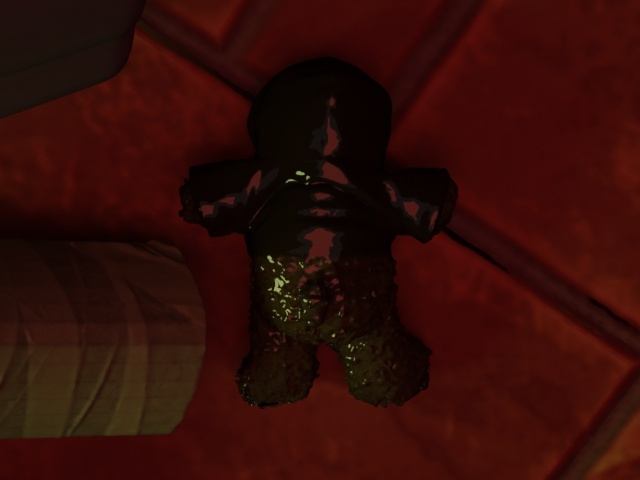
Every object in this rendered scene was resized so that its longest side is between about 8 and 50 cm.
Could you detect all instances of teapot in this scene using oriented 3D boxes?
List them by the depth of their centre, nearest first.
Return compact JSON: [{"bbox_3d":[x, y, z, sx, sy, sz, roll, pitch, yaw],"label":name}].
[{"bbox_3d":[-0.147,0.028,0.645,0.200,0.077,0.107,1,131,-29],"label":"teapot"}]

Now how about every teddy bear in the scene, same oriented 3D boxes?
[{"bbox_3d":[0.000,0.005,0.693,0.119,0.078,0.160,-2,107,1],"label":"teddy bear"}]

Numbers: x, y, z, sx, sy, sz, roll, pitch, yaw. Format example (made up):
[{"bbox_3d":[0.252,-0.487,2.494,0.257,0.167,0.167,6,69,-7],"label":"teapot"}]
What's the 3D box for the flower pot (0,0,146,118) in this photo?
[{"bbox_3d":[-0.190,-0.144,0.562,0.243,0.265,0.265,-8,106,-13],"label":"flower pot"}]
